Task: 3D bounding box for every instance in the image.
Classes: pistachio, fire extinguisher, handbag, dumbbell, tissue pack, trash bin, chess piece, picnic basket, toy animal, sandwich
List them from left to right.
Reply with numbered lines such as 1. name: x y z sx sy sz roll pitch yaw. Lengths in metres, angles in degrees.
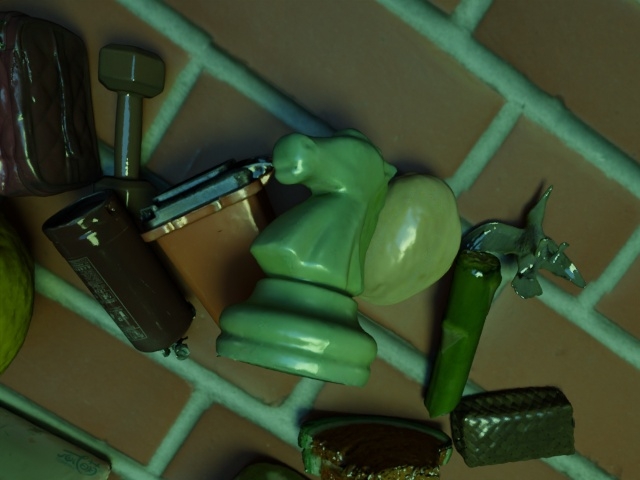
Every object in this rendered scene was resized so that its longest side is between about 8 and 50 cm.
1. tissue pack: -0.480 0.364 0.620 0.271 0.201 0.124 31 105 -5
2. handbag: -0.381 -0.170 0.559 0.135 0.146 0.225 2 101 4
3. dumbbell: -0.266 -0.145 0.594 0.081 0.092 0.231 2 102 -30
4. fire extinguisher: -0.249 0.067 0.585 0.104 0.105 0.269 -21 120 3
5. trash bin: -0.102 0.013 0.593 0.184 0.161 0.239 -26 106 4
6. chess piece: 0.000 0.000 0.486 0.175 0.176 0.299 15 74 -3
7. sandwich: 0.093 0.334 0.649 0.234 0.159 0.079 4 95 -21
8. pistachio: 0.117 0.001 0.601 0.145 0.117 0.201 24 96 16
9. picnic basket: 0.312 0.302 0.689 0.193 0.055 0.110 -8 100 -1
10. toy animal: 0.316 0.002 0.616 0.218 0.095 0.155 18 109 -5

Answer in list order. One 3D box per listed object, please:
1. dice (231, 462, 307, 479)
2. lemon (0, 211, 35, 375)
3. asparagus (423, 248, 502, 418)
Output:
1. dice: -0.080 0.513 0.637 0.238 0.227 0.233 36 96 -5
2. lemon: -0.537 0.075 0.504 0.349 0.387 0.350 -3 65 7
3. asparagus: 0.205 0.146 0.632 0.060 0.067 0.278 25 122 38
